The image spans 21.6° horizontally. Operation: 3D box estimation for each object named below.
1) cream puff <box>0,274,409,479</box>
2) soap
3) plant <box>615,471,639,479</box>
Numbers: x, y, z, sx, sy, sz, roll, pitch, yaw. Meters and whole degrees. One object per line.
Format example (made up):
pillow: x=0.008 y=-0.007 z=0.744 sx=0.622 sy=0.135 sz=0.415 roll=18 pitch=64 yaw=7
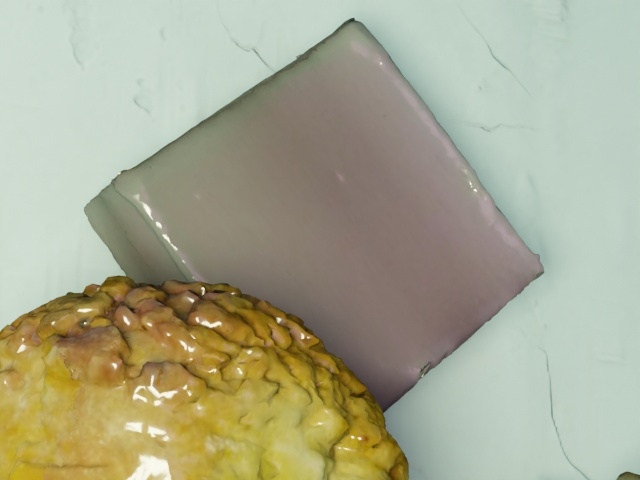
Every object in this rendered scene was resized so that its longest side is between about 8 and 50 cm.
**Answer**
cream puff: x=-0.086 y=0.150 z=1.163 sx=0.342 sy=0.327 sz=0.231 roll=9 pitch=70 yaw=7
soap: x=0.000 y=0.000 z=1.395 sx=0.296 sy=0.107 sz=0.285 roll=-36 pitch=93 yaw=-32
plant: x=0.247 y=0.302 z=1.389 sx=0.234 sy=0.204 sz=0.178 roll=48 pitch=49 yaw=-20
